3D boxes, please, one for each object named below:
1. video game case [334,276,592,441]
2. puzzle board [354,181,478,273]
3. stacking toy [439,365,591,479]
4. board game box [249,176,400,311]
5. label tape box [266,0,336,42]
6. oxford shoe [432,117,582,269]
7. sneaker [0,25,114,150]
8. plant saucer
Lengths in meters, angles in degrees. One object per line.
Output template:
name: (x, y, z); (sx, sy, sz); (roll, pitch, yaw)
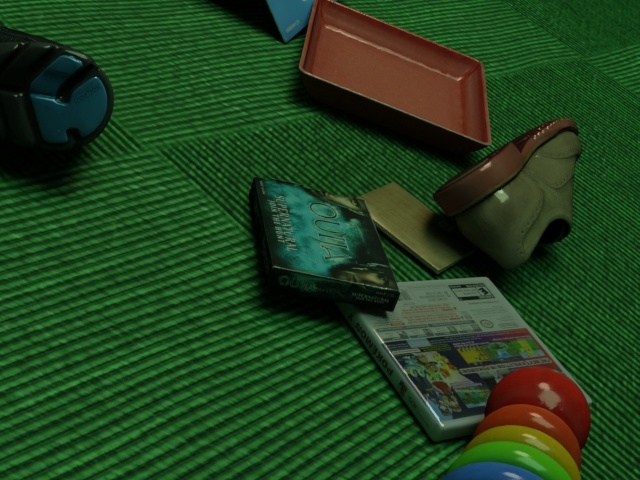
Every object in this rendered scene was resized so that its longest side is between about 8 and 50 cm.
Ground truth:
video game case: (0.136, 0.106, 1.055); (0.201, 0.023, 0.183); (-1, 41, -37)
puzzle board: (0.103, -0.014, 1.215); (0.128, 0.011, 0.096); (39, 33, 19)
stacking toy: (0.141, 0.199, 0.836); (0.141, 0.141, 0.330); (30, 27, 6)
board game box: (0.000, 0.000, 1.081); (0.126, 0.026, 0.186); (11, 27, -16)
label tape box: (-0.109, -0.460, 1.540); (0.348, 0.115, 0.249); (62, 40, -19)
oxford shoe: (0.244, -0.053, 1.306); (0.130, 0.123, 0.348); (58, 36, 1)
sneaker: (-0.363, -0.157, 1.034); (0.340, 0.125, 0.139); (16, 6, -10)
plant saucer: (0.095, -0.213, 1.462); (0.259, 0.048, 0.258); (20, 33, -7)
